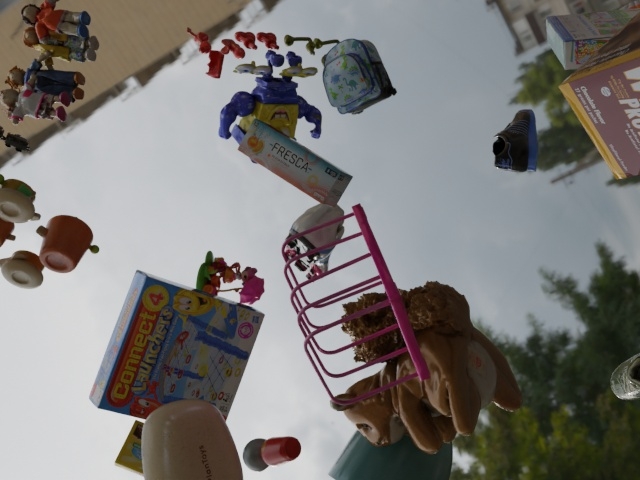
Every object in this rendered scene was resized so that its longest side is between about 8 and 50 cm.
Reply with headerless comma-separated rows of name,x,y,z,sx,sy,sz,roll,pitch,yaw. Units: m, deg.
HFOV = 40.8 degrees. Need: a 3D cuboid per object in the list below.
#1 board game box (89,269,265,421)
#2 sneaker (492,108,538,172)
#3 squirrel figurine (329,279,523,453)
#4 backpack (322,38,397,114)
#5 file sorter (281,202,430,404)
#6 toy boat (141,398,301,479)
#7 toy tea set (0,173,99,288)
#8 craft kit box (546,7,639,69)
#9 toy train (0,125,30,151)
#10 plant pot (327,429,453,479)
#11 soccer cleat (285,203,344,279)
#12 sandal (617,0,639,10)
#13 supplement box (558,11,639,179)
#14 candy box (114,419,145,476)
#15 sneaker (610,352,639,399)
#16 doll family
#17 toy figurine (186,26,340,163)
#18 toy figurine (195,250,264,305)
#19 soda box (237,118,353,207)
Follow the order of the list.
board game box,-0.319,0.258,1.936,0.302,0.086,0.308,21,-92,-29
sneaker,0.414,-0.219,1.843,0.232,0.090,0.081,-75,-15,-58
squirrel figurine,0.197,0.295,1.987,0.281,0.370,0.397,-18,-94,-54
backpack,0.056,-0.281,1.457,0.084,0.105,0.114,-12,-98,-53
file sorter,0.051,0.117,1.551,0.290,0.182,0.202,-109,-4,-54
toy boat,-0.192,0.424,1.611,0.318,0.148,0.267,-2,-105,-41
toy tea set,-0.590,-0.055,1.678,0.124,0.200,0.336,-81,-28,-44
craft kit box,0.542,-0.367,1.532,0.250,0.247,0.061,-73,-25,-65
toy train,-0.668,-0.223,1.757,0.158,0.027,0.036,26,-154,-15
plant pot,0.200,0.556,2.177,0.293,0.293,0.235,40,-106,-43
soccer cleat,0.000,0.000,1.899,0.116,0.143,0.331,43,169,6
sandal,0.709,-0.456,1.727,0.102,0.265,0.076,-51,-60,-43
supplement box,0.400,-0.183,0.898,0.194,0.191,0.129,-41,-77,-23
candy box,-0.325,0.471,1.845,0.206,0.027,0.105,22,-122,1
sneaker,0.453,0.182,1.200,0.086,0.192,0.064,-1,-110,-25
doll family,-0.530,-0.337,1.672,0.118,0.163,0.263,33,-110,-75
toy figurine,-0.082,-0.248,1.573,0.363,0.217,0.191,-6,-147,-38
toy figurine,-0.217,0.105,2.170,0.130,0.159,0.173,82,-167,-52
soda box,-0.042,-0.126,1.390,0.183,0.063,0.058,34,-171,21
